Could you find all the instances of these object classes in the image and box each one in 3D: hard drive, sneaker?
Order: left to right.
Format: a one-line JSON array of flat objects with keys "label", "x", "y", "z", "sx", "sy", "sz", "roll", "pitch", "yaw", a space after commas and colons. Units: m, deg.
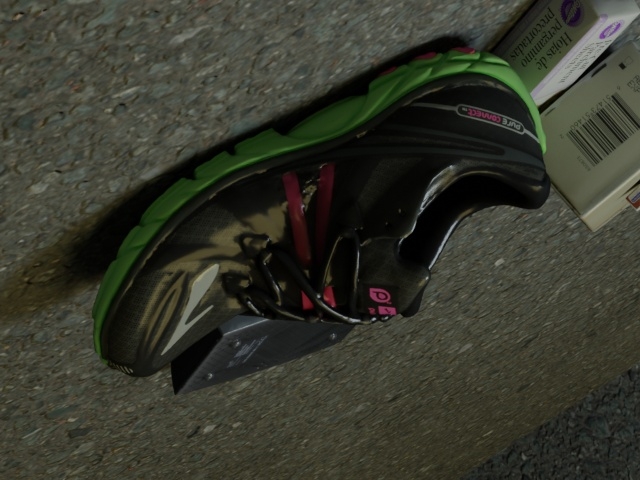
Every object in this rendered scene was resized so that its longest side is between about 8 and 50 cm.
[{"label": "hard drive", "x": -0.051, "y": 0.101, "z": 1.970, "sx": 0.255, "sy": 0.054, "sz": 0.172, "roll": -15, "pitch": 157, "yaw": -36}, {"label": "sneaker", "x": 0.000, "y": 0.000, "z": 1.546, "sx": 0.483, "sy": 0.202, "sz": 0.185, "roll": -30, "pitch": 161, "yaw": 3}]

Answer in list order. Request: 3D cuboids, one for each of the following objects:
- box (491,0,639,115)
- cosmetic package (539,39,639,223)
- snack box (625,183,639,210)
[{"label": "box", "x": 0.191, "y": -0.149, "z": 1.655, "sx": 0.067, "sy": 0.063, "sz": 0.324, "roll": -16, "pitch": 157, "yaw": -41}, {"label": "cosmetic package", "x": 0.311, "y": -0.104, "z": 1.769, "sx": 0.160, "sy": 0.113, "sz": 0.309, "roll": -41, "pitch": 170, "yaw": 8}, {"label": "snack box", "x": 0.386, "y": -0.080, "z": 1.753, "sx": 0.064, "sy": 0.022, "sz": 0.178, "roll": -48, "pitch": 168, "yaw": 35}]
